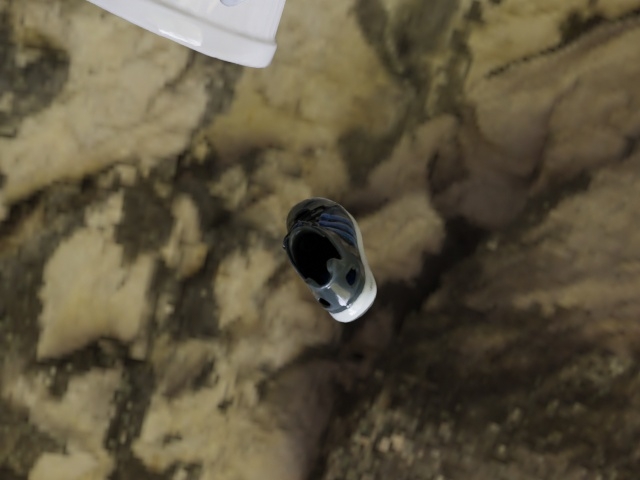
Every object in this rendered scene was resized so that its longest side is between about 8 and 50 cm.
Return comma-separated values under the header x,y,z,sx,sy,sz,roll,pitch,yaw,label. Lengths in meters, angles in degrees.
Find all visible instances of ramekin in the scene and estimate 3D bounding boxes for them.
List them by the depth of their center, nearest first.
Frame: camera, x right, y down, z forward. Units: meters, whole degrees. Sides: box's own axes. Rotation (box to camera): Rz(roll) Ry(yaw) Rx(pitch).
x,y,z,sx,sy,sz,roll,pitch,yaw,label
-0.143,-0.266,1.602,0.272,0.127,0.273,25,-170,-5,ramekin

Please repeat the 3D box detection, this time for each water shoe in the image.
x,y,z,sx,sy,sz,roll,pitch,yaw,label
0.000,0.000,1.862,0.080,0.073,0.203,44,-172,-35,water shoe

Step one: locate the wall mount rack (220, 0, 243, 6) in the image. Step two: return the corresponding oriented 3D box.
x,y,z,sx,sy,sz,roll,pitch,yaw,label
-0.006,-0.329,1.186,0.304,0.130,0.350,-37,-94,5,wall mount rack
